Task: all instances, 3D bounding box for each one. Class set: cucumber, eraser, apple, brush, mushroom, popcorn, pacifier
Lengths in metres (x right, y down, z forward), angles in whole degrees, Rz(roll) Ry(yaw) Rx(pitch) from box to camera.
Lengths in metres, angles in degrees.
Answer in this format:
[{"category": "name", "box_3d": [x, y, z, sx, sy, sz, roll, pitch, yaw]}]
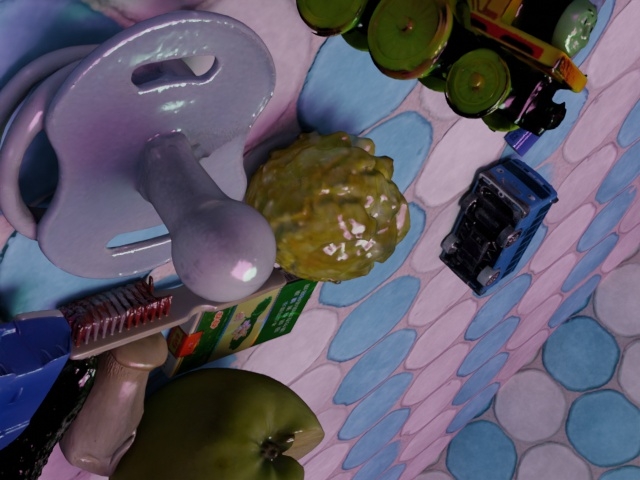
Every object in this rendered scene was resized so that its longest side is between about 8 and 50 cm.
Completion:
[{"category": "cucumber", "box_3d": [-0.338, 0.230, 1.060, 0.303, 0.081, 0.072, -59, 176, 24]}, {"category": "eraser", "box_3d": [0.346, -0.183, 1.507, 0.084, 0.027, 0.063, -48, 154, 9]}, {"category": "apple", "box_3d": [-0.147, 0.294, 1.223, 0.258, 0.233, 0.295, -40, -171, 39]}, {"category": "brush", "box_3d": [-0.169, 0.064, 1.083, 0.321, 0.060, 0.050, -17, 133, -45]}, {"category": "mushroom", "box_3d": [-0.259, 0.199, 1.110, 0.108, 0.096, 0.247, -11, 138, -40]}, {"category": "popcorn", "box_3d": [0.015, -0.047, 1.075, 0.212, 0.198, 0.198, -58, 165, -33]}, {"category": "pacifier", "box_3d": [-0.129, -0.038, 0.777, 0.244, 0.233, 0.299, -21, 145, -35]}]

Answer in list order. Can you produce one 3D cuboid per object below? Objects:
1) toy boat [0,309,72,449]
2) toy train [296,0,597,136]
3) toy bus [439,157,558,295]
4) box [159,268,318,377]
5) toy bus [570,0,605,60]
[{"category": "toy boat", "box_3d": [-0.362, 0.176, 0.945, 0.129, 0.088, 0.295, -16, 154, -46]}, {"category": "toy train", "box_3d": [0.110, -0.209, 0.812, 0.160, 0.296, 0.100, -59, 151, 11]}, {"category": "toy bus", "box_3d": [0.311, -0.028, 1.594, 0.134, 0.116, 0.234, -28, 152, -32]}, {"category": "box", "box_3d": [-0.107, 0.105, 1.262, 0.235, 0.034, 0.132, -14, 143, -47]}, {"category": "toy bus", "box_3d": [0.243, -0.344, 0.937, 0.232, 0.197, 0.294, -43, 156, -27]}]
